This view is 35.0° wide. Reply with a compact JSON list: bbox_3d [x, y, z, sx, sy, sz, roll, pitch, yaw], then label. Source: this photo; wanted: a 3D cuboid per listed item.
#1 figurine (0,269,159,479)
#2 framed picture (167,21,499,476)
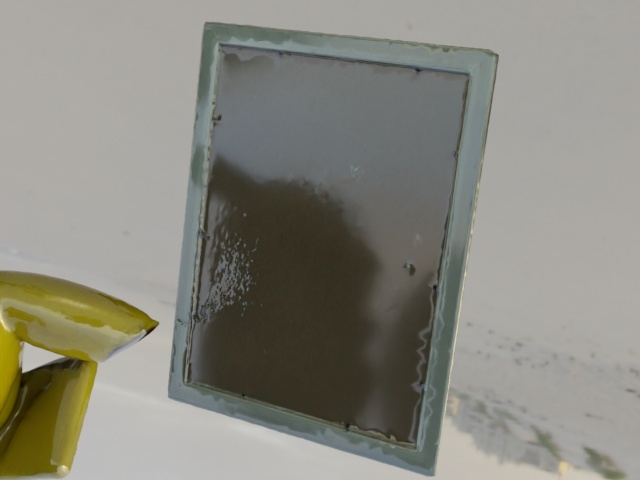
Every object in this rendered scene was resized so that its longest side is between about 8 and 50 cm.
[{"bbox_3d":[-0.256,0.112,0.585,0.218,0.327,0.169,23,174,16],"label":"figurine"},{"bbox_3d":[0.000,0.000,0.733,0.232,0.296,0.019,12,-169,26],"label":"framed picture"}]
